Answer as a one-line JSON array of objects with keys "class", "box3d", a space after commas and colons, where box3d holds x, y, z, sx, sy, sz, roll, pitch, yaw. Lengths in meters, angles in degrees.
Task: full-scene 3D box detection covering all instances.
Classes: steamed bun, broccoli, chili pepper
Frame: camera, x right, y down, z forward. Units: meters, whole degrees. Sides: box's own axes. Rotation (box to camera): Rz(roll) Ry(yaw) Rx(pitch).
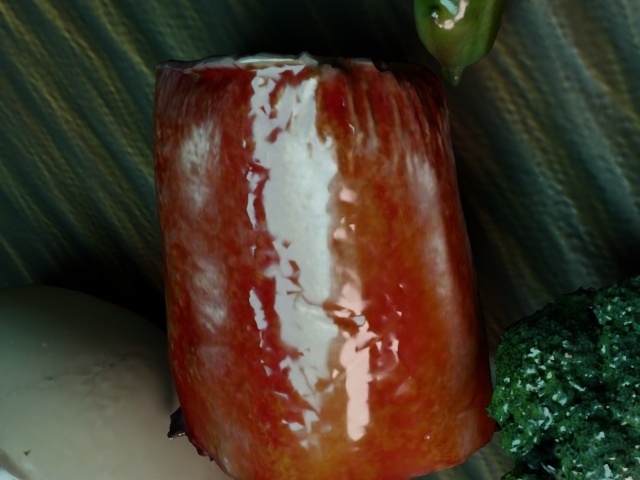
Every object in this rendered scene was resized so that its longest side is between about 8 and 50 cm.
[{"class": "steamed bun", "box3d": [-0.203, 0.197, 1.038, 0.374, 0.241, 0.374, 32, 146, 25]}, {"class": "broccoli", "box3d": [0.203, 0.150, 0.750, 0.270, 0.270, 0.270, 43, 144, 0]}, {"class": "chili pepper", "box3d": [0.000, 0.000, 0.832, 0.251, 0.229, 0.305, -144, 47, -62]}]

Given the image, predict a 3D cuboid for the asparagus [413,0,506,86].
[{"class": "asparagus", "box3d": [0.096, -0.245, 0.664, 0.082, 0.085, 0.343, -8, 134, -11]}]
